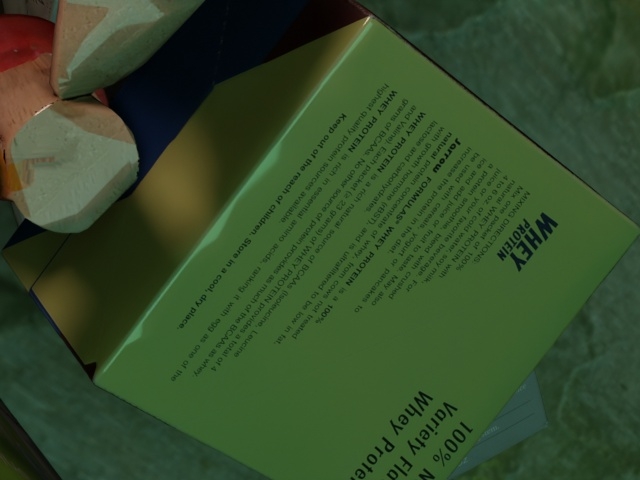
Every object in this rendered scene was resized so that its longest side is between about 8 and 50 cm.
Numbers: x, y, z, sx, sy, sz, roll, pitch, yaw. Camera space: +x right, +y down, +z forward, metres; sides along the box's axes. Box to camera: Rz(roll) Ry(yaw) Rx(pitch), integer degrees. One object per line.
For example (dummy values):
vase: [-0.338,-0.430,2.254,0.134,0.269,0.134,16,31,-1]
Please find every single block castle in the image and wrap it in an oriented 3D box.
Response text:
block castle: [-0.203,-0.234,0.772,0.303,0.213,0.453,2,102,-18]

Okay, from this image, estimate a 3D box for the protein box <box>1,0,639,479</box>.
protein box: [0.000,0.000,0.925,0.201,0.136,0.200,33,97,-36]

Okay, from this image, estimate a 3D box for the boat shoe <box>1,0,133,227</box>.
boat shoe: [-0.104,-0.052,0.987,0.098,0.096,0.277,-20,121,-21]

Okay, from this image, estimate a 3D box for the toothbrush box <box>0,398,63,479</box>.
toothbrush box: [-0.212,0.104,0.882,0.122,0.283,0.206,-45,126,-6]

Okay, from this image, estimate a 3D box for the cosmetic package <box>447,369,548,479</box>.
cosmetic package: [0.034,0.021,1.098,0.127,0.107,0.238,-27,126,-12]
